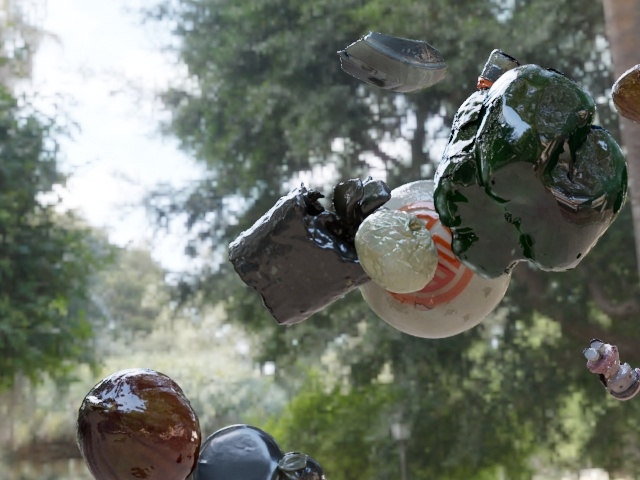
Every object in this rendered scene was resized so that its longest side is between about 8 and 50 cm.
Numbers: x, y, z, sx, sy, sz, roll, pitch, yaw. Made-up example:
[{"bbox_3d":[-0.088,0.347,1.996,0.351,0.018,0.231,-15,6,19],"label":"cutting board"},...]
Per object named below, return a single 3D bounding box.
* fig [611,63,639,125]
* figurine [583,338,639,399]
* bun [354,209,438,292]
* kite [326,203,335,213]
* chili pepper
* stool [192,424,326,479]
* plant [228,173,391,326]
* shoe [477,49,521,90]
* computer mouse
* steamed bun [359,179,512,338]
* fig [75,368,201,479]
[{"bbox_3d":[0.670,-0.260,2.243,0.134,0.201,0.146,9,-40,-34],"label":"fig"},{"bbox_3d":[0.496,0.215,1.923,0.129,0.072,0.054,45,-15,-20],"label":"figurine"},{"bbox_3d":[0.102,0.009,1.443,0.115,0.115,0.069,6,-38,-33],"label":"bun"},{"bbox_3d":[0.042,-0.016,2.606,0.160,0.182,0.010,-5,-12,-3],"label":"kite"},{"bbox_3d":[0.271,-0.080,1.514,0.248,0.256,0.233,48,-45,-13],"label":"chili pepper"},{"bbox_3d":[-0.110,0.414,1.916,0.228,0.153,0.139,18,-32,25],"label":"stool"},{"bbox_3d":[0.000,0.000,1.822,0.276,0.188,0.199,-34,4,4],"label":"plant"},{"bbox_3d":[0.310,-0.238,1.941,0.074,0.077,0.194,29,-19,33],"label":"shoe"},{"bbox_3d":[0.146,-0.348,2.284,0.231,0.071,0.126,10,-27,-20],"label":"computer mouse"},{"bbox_3d":[0.190,0.030,1.979,0.283,0.282,0.177,-5,-6,12],"label":"steamed bun"},{"bbox_3d":[-0.303,0.277,1.721,0.186,0.203,0.249,-35,-44,19],"label":"fig"}]
